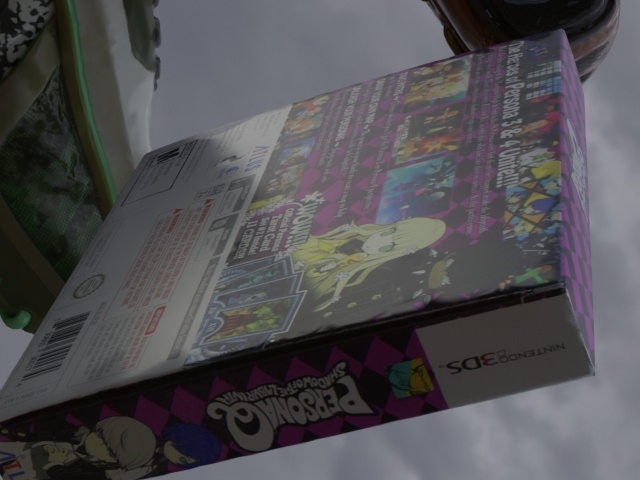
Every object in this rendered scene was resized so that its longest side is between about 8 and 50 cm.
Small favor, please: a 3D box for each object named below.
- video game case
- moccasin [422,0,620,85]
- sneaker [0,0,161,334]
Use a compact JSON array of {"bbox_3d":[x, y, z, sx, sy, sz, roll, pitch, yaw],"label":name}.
[{"bbox_3d":[0.000,0.000,0.567,0.232,0.210,0.041,-74,144,-61],"label":"video game case"},{"bbox_3d":[0.087,-0.258,0.986,0.380,0.139,0.147,61,-11,17],"label":"moccasin"},{"bbox_3d":[-0.187,-0.030,0.836,0.158,0.182,0.410,-140,-137,-63],"label":"sneaker"}]
